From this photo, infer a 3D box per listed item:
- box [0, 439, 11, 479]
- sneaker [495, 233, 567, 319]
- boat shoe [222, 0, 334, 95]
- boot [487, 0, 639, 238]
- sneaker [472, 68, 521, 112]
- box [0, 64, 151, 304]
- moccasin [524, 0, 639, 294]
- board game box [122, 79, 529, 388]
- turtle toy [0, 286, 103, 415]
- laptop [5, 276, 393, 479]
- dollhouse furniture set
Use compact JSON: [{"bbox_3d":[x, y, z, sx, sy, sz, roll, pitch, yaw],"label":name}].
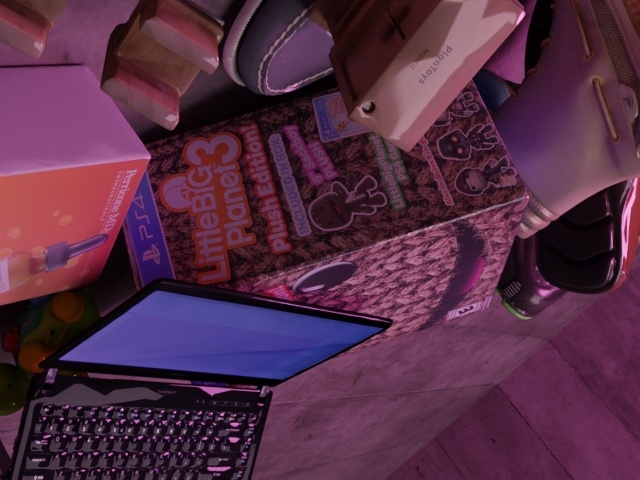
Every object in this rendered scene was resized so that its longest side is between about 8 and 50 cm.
[{"bbox_3d":[-0.365,0.176,0.597,0.232,0.148,0.127,-32,156,-15],"label":"box"},{"bbox_3d":[0.409,-0.086,1.140,0.483,0.185,0.202,-43,-172,-12],"label":"sneaker"},{"bbox_3d":[0.077,-0.193,0.614,0.319,0.099,0.116,-34,159,-9],"label":"boat shoe"},{"bbox_3d":[0.199,-0.153,0.732,0.095,0.261,0.203,-10,163,-48],"label":"boot"},{"bbox_3d":[0.159,-0.053,0.965,0.208,0.127,0.319,-9,144,-47],"label":"sneaker"},{"bbox_3d":[-0.214,-0.028,0.510,0.171,0.091,0.130,-14,147,-43],"label":"box"},{"bbox_3d":[0.292,-0.136,0.837,0.147,0.139,0.379,-33,120,-51],"label":"moccasin"},{"bbox_3d":[0.000,0.000,0.713,0.291,0.141,0.232,-18,155,-4],"label":"board game box"},{"bbox_3d":[-0.239,0.094,0.714,0.130,0.066,0.095,-60,159,-17],"label":"turtle toy"},{"bbox_3d":[-0.095,0.160,0.637,0.234,0.137,0.264,15,90,-43],"label":"laptop"},{"bbox_3d":[-0.030,-0.178,0.450,0.242,0.161,0.212,28,117,-26],"label":"dollhouse furniture set"}]
